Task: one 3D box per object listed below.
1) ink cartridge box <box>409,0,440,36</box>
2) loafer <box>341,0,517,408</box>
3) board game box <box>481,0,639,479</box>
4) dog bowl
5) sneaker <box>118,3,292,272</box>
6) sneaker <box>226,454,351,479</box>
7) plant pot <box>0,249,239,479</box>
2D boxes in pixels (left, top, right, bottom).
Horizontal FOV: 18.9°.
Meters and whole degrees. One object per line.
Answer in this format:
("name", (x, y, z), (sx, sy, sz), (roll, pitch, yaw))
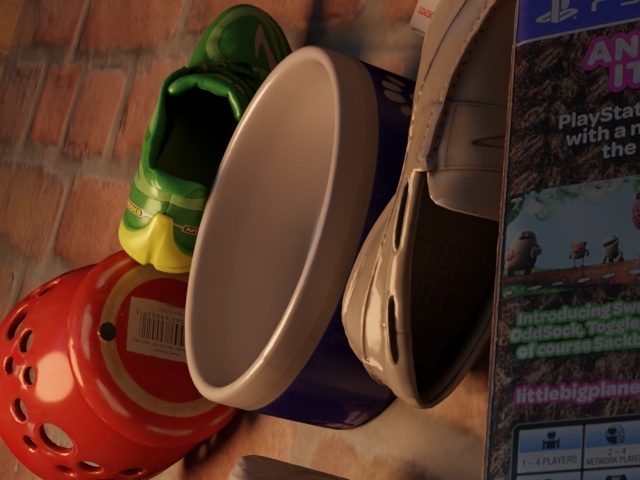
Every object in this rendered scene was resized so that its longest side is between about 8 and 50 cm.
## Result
("ink cartridge box", (0.115, -0.188, 1.315), (0.122, 0.052, 0.088), (-68, 21, 9))
("loafer", (0.103, -0.045, 1.172), (0.111, 0.112, 0.319), (-122, 44, -57))
("board game box", (0.192, 0.046, 0.669), (0.232, 0.141, 0.291), (-8, 61, 28))
("dog bowl", (0.000, 0.000, 1.390), (0.265, 0.104, 0.265), (-52, 29, 44))
("sneaker", (-0.078, -0.101, 1.592), (0.123, 0.109, 0.295), (110, 179, -47))
("sneaker", (-0.009, 0.283, 1.144), (0.210, 0.137, 0.366), (-65, 25, 14))
("plant pot", (-0.162, 0.106, 1.608), (0.174, 0.191, 0.191), (-26, 50, 55))
